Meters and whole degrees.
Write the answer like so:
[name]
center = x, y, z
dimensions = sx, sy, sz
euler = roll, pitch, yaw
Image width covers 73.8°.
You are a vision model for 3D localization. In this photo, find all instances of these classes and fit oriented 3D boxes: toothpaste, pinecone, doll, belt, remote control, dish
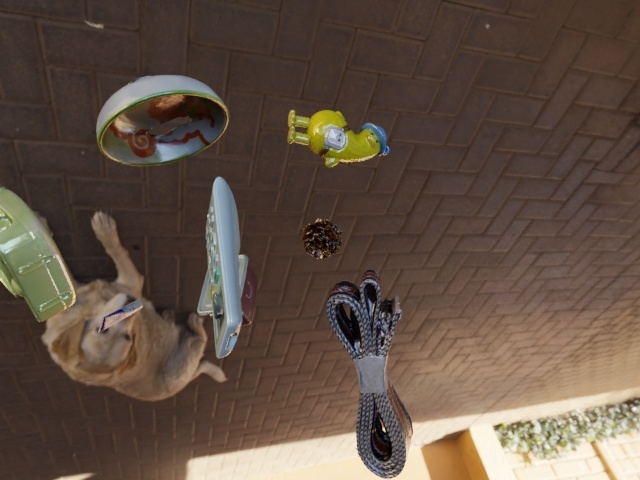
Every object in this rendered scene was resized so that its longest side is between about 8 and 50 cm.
[toothpaste]
center = -0.284, 0.105, 0.606
dimensions = 0.015, 0.083, 0.024
euler = 25, 105, 7
[pinecone]
center = 0.000, 0.000, 1.642
dimensions = 0.173, 0.174, 0.174
euler = -8, 137, -8
[doll]
center = 0.066, -0.324, 1.389
dimensions = 0.363, 0.199, 0.145
euler = 7, 171, -22
[belt]
center = 0.093, 0.234, 0.752
dimensions = 0.126, 0.094, 0.360
euler = -7, 98, 9
[remote control]
center = -0.151, 0.029, 0.672
dimensions = 0.051, 0.293, 0.103
euler = 4, 138, -20
[dish]
center = -0.403, -0.321, 1.074
dimensions = 0.324, 0.124, 0.324
euler = -22, 171, -4

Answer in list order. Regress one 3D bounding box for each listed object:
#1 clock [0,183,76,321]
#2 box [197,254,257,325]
[clock]
center = -0.628, 0.005, 0.864
dimensions = 0.096, 0.308, 0.235
euler = -37, 149, -36
[box]
center = -0.380, 0.222, 1.807
dimensions = 0.193, 0.294, 0.167
euler = -9, 138, 15
